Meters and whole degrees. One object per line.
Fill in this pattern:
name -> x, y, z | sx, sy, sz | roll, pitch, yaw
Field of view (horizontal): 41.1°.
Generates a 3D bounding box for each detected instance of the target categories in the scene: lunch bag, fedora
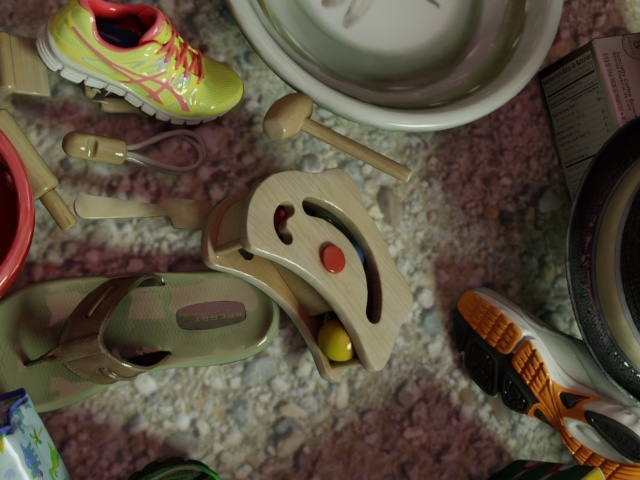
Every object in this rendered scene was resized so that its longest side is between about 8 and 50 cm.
lunch bag -> -0.300, 0.216, 0.721 | 0.151, 0.096, 0.129 | -19, 107, 2
fedora -> 0.401, 0.011, 0.824 | 0.334, 0.152, 0.334 | 4, 78, -18

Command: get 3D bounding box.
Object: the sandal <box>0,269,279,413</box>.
sandal -> -0.181, 0.079, 0.795 | 0.302, 0.086, 0.120 | -12, 84, -19

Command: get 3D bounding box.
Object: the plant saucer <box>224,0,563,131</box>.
plant saucer -> 0.069, -0.302, 0.934 | 0.400, 0.100, 0.400 | 3, 80, -16

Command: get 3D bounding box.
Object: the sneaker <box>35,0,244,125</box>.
sneaker -> -0.158, -0.177, 0.821 | 0.208, 0.094, 0.081 | 12, 56, -33

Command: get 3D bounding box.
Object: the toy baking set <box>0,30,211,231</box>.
toy baking set -> -0.211, -0.101, 0.821 | 0.196, 0.030, 0.256 | -33, 94, -37

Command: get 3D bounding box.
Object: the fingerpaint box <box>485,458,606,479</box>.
fingerpaint box -> 0.185, 0.495, 0.796 | 0.371, 0.163, 0.445 | -28, 89, -21

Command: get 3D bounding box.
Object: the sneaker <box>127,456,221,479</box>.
sneaker -> -0.210, 0.322, 0.713 | 0.134, 0.146, 0.343 | 45, 73, -6

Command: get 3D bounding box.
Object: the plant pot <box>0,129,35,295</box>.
plant pot -> -0.338, -0.011, 0.716 | 0.191, 0.174, 0.191 | 3, 79, -16

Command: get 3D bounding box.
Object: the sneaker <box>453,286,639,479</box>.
sneaker -> 0.259, 0.139, 0.908 | 0.262, 0.099, 0.121 | 43, 44, 19

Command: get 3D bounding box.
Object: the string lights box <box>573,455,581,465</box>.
string lights box -> 0.426, 0.237, 0.962 | 0.259, 0.077, 0.133 | -22, 88, -20

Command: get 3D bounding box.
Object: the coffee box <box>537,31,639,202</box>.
coffee box -> 0.383, -0.083, 0.982 | 0.168, 0.119, 0.297 | -11, 84, -19

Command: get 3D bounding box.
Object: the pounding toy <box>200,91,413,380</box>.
pounding toy -> 0.000, 0.000, 0.799 | 0.154, 0.155, 0.269 | -35, 100, -42
